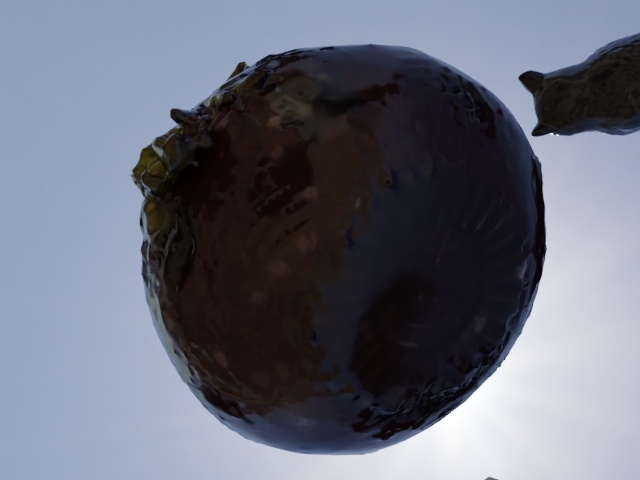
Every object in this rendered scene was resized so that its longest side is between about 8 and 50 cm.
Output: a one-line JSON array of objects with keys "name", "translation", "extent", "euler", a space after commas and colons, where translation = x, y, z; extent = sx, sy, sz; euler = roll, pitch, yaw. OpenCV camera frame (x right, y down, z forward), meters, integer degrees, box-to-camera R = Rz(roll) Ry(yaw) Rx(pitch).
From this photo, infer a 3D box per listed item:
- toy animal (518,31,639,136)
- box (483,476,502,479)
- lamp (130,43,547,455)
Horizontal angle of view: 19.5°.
[{"name": "toy animal", "translation": [0.265, -0.127, 1.453], "extent": [0.117, 0.210, 0.121], "euler": [104, -29, -64]}, {"name": "box", "translation": [0.116, 0.174, 1.161], "extent": [0.093, 0.058, 0.015], "euler": [8, -62, 54]}, {"name": "lamp", "translation": [0.004, -0.002, 0.691], "extent": [0.135, 0.156, 0.157], "euler": [32, -45, 55]}]
